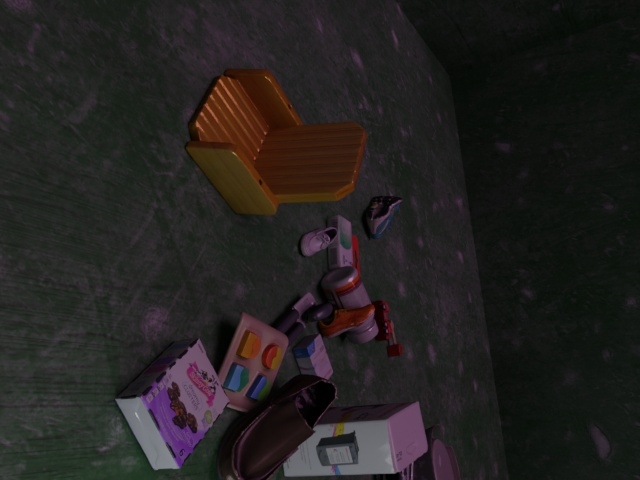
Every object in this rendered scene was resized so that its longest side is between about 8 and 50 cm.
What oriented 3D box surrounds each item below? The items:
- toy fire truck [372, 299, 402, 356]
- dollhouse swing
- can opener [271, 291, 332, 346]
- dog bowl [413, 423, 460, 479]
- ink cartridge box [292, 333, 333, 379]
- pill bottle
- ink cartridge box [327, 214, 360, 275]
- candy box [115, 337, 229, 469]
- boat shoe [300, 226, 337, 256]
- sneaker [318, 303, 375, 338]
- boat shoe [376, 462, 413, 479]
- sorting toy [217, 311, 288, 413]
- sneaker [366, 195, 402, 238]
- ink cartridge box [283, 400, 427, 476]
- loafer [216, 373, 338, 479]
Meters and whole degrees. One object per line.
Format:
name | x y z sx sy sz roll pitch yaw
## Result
toy fire truck | 0.238 0.314 2.182 0.135 0.047 0.192 23 57 -58
dollhouse swing | -0.093 -0.276 1.547 0.315 0.305 0.347 55 35 -35
can opener | -0.063 0.217 1.626 0.280 0.093 0.074 -37 110 -55
dog bowl | 0.405 0.837 2.169 0.349 0.102 0.349 52 28 -44
ink cartridge box | -0.019 0.333 1.687 0.088 0.052 0.122 -36 109 -60
pill bottle | 0.094 0.200 1.883 0.221 0.121 0.121 67 29 -19
ink cartridge box | 0.097 0.036 2.038 0.224 0.056 0.181 28 55 -53
candy box | -0.279 0.311 1.189 0.165 0.070 0.196 68 29 -17
boat shoe | 0.000 0.000 1.856 0.184 0.063 0.066 -25 100 -62
sneaker | 0.077 0.226 1.792 0.064 0.175 0.067 -118 -177 -79
boat shoe | 0.223 0.695 1.912 0.099 0.116 0.319 24 54 -50
sorting toy | -0.154 0.291 1.417 0.193 0.038 0.208 39 62 -49
sneaker | 0.237 -0.098 2.339 0.275 0.107 0.110 -46 139 -53
ink cartridge box | 0.082 0.493 1.531 0.226 0.306 0.131 4 74 -62
loafer | -0.088 0.412 1.372 0.134 0.130 0.366 54 44 -7
